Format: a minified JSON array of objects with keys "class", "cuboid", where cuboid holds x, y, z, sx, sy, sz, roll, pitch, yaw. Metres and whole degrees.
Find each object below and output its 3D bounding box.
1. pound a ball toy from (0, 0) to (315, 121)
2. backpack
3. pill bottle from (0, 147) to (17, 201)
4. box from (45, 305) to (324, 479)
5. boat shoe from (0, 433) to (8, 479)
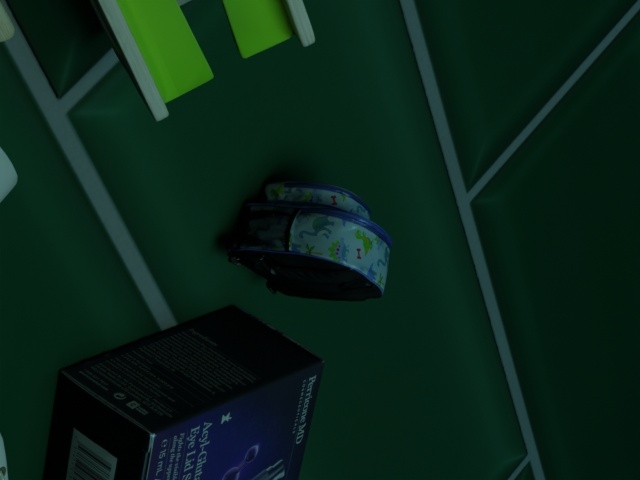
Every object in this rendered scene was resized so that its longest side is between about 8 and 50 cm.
[{"class":"pound a ball toy","cuboid":[-0.150,-0.216,1.159,0.208,0.136,0.319,-27,143,-3]},{"class":"backpack","cuboid":[0.000,0.000,1.532,0.105,0.114,0.084,39,63,-57]},{"class":"pill bottle","cuboid":[-0.293,0.012,1.109,0.229,0.131,0.131,-49,147,-17]},{"class":"box","cuboid":[-0.111,0.162,1.516,0.207,0.108,0.153,-20,131,-46]},{"class":"boat shoe","cuboid":[-0.248,0.249,1.403,0.096,0.098,0.277,-34,139,-34]}]
